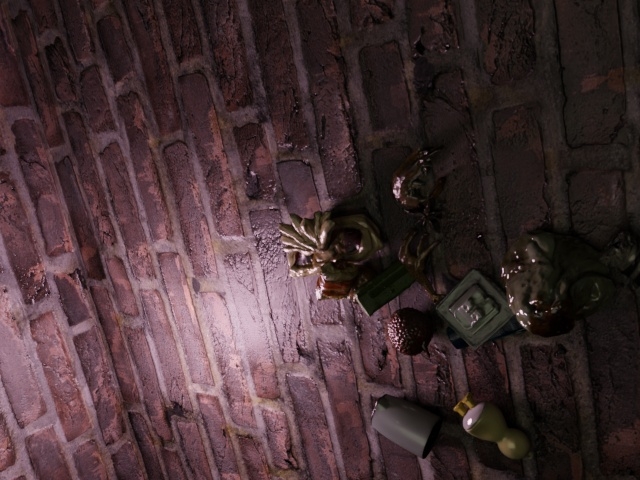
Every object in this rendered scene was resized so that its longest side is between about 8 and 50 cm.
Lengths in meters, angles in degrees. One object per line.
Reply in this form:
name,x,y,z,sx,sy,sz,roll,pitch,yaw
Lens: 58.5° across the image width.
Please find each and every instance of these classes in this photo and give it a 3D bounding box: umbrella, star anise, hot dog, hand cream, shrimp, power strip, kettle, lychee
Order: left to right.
hot dog,0.055,0.135,2.015,0.213,0.146,0.102,114,154,-52
kettle,0.312,0.694,2.134,0.237,0.161,0.221,21,148,26
lychee,0.320,0.323,1.981,0.197,0.165,0.165,42,126,33
shrimp,0.330,-0.199,1.861,0.173,0.058,0.253,49,129,-1
star anise,0.358,-0.073,1.883,0.124,0.056,0.129,-27,104,32
power strip,0.498,0.224,1.845,0.198,0.065,0.213,45,110,20
hand cream,0.553,0.282,1.885,0.271,0.061,0.120,-28,92,32
umbrella,0.930,0.119,1.569,0.358,0.106,0.113,43,134,4

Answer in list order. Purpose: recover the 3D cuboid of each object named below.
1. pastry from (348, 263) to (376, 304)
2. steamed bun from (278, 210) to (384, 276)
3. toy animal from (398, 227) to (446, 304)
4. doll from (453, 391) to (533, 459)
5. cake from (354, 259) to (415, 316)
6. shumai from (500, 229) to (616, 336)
pastry,0.144,0.159,2.089,0.154,0.081,0.153,6,101,35
steamed bun,0.000,0.000,2.069,0.428,0.189,0.246,-19,88,37
toy animal,0.344,0.089,1.945,0.149,0.054,0.275,-4,103,18
doll,0.599,0.644,1.954,0.296,0.117,0.141,35,117,2
cake,0.228,0.161,1.974,0.235,0.099,0.100,-35,92,10
shumai,0.651,0.137,1.639,0.309,0.263,0.303,-36,87,36
